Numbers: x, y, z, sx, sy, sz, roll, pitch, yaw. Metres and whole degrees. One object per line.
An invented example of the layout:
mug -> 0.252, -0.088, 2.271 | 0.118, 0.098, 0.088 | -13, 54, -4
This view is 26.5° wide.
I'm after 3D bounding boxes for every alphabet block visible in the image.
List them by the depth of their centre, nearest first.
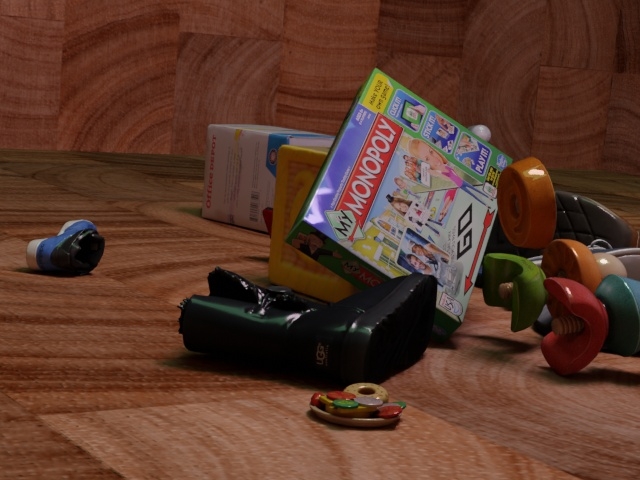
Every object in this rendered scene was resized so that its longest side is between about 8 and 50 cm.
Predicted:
alphabet block -> 0.067, -0.022, 1.775 | 0.197, 0.192, 0.193 | -2, 8, -36

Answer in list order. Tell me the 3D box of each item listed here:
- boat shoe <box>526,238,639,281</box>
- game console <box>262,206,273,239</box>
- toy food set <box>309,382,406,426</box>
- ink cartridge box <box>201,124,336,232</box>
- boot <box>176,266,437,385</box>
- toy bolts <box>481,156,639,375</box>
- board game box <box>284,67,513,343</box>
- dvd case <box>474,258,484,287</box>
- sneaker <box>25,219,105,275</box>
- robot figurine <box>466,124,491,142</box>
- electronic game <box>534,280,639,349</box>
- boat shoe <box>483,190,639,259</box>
boat shoe -> 0.364, 0.052, 1.791 | 0.254, 0.095, 0.079 | -7, 14, -3
game console -> 0.000, 0.000, 1.975 | 0.085, 0.124, 0.144 | -31, 26, -29
toy food set -> 0.032, 0.142, 1.170 | 0.083, 0.020, 0.082 | 1, 9, -30
ink cartridge box -> -0.073, -0.109, 2.383 | 0.168, 0.171, 0.232 | -1, 11, -41
boot -> -0.008, 0.072, 1.377 | 0.207, 0.094, 0.246 | 12, 16, 21
toy bolts -> 0.295, 0.026, 1.469 | 0.158, 0.218, 0.228 | -8, 29, -16
board game box -> 0.101, -0.050, 1.598 | 0.213, 0.046, 0.317 | 33, 42, -8
dvd case -> 0.233, 0.038, 2.061 | 0.180, 0.022, 0.253 | -2, 10, -35
sneaker -> -0.310, 0.008, 1.779 | 0.084, 0.058, 0.152 | 2, 10, 20
robot figurine -> 0.204, -0.145, 2.726 | 0.300, 0.200, 0.353 | -33, 7, 3
electronic game -> 0.372, 0.093, 1.641 | 0.229, 0.048, 0.229 | -2, 13, 0
boat shoe -> 0.330, -0.016, 2.000 | 0.324, 0.123, 0.120 | 13, 7, 44
